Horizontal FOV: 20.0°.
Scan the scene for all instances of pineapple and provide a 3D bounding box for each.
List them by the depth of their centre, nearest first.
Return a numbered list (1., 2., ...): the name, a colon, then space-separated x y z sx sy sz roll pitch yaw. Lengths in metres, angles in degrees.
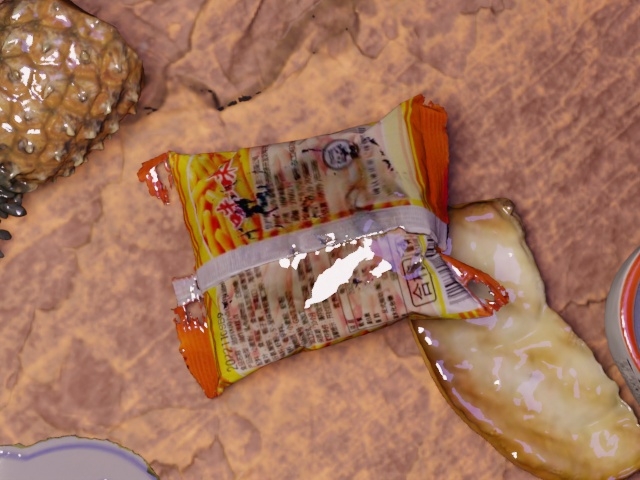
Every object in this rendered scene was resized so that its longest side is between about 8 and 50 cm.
1. pineapple: -0.280 -0.084 1.527 0.158 0.158 0.278 42 86 -3

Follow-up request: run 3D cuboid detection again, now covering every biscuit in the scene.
1. biscuit: 0.175 0.104 1.642 0.154 0.045 0.299 -30 89 -17

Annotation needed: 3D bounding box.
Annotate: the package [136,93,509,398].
1. package: -0.003 -0.006 1.573 0.288 0.108 0.223 -15 75 0

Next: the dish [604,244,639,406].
1. dish: 0.371 0.085 1.654 0.256 0.117 0.256 2 80 -12

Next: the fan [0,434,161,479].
1. fan: -0.196 0.312 1.535 0.229 0.011 0.335 -35 88 -17
